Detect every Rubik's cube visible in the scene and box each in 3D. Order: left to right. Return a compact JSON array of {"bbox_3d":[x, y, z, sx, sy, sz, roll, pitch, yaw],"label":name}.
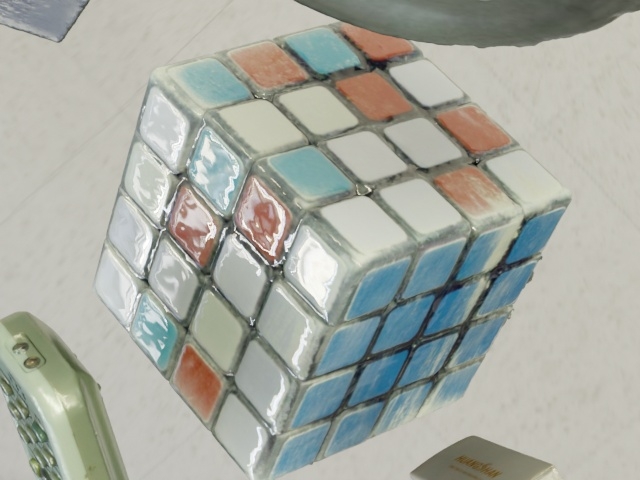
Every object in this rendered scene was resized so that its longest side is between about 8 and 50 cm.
[{"bbox_3d":[0.001,0.000,1.367,0.253,0.256,0.259,45,133,28],"label":"Rubik's cube"}]

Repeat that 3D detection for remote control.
[{"bbox_3d":[-0.193,0.205,1.384,0.065,0.128,0.335,-30,135,-21],"label":"remote control"}]

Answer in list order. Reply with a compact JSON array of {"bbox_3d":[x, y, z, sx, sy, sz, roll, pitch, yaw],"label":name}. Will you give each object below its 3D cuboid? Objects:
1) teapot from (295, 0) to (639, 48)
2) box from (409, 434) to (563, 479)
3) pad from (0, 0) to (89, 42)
[{"bbox_3d":[0.119,-0.305,0.929,0.376,0.306,0.361,24,68,-34],"label":"teapot"},{"bbox_3d":[0.166,0.260,1.207,0.067,0.149,0.233,-32,100,-16],"label":"box"},{"bbox_3d":[-0.188,-0.150,0.627,0.245,0.006,0.170,17,152,-22],"label":"pad"}]
